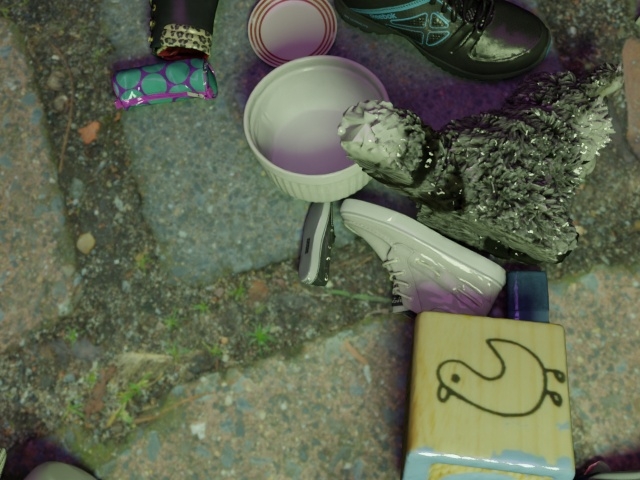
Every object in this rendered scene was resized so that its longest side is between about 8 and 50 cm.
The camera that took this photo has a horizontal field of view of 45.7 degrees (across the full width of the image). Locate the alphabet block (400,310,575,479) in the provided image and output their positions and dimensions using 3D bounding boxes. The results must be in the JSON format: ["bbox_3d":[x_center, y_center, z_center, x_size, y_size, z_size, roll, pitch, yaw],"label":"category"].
[{"bbox_3d":[0.200,0.227,0.955,0.193,0.193,0.197,6,51,4],"label":"alphabet block"}]

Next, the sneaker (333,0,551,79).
[{"bbox_3d":[0.177,-0.339,1.121,0.341,0.139,0.125,19,78,6],"label":"sneaker"}]

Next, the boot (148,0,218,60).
[{"bbox_3d":[-0.264,-0.382,1.192,0.237,0.085,0.178,7,82,5],"label":"boot"}]

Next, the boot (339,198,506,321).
[{"bbox_3d":[0.124,0.044,1.077,0.258,0.095,0.123,26,81,11],"label":"boot"}]

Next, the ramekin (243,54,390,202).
[{"bbox_3d":[0.000,-0.153,1.097,0.207,0.109,0.207,-2,65,5],"label":"ramekin"}]

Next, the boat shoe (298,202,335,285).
[{"bbox_3d":[0.000,0.000,1.124,0.040,0.049,0.142,20,71,-28],"label":"boat shoe"}]

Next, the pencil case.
[{"bbox_3d":[-0.239,-0.240,1.173,0.152,0.064,0.070,-7,54,4],"label":"pencil case"}]

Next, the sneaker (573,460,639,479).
[{"bbox_3d":[0.348,0.366,1.009,0.319,0.112,0.131,-14,35,15],"label":"sneaker"}]

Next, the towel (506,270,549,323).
[{"bbox_3d":[0.292,0.102,1.076,0.067,0.029,0.119,4,82,-24],"label":"towel"}]

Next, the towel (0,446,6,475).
[{"bbox_3d":[-0.543,0.440,0.945,0.324,0.056,0.312,-27,34,25],"label":"towel"}]

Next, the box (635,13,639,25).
[{"bbox_3d":[0.631,-0.284,1.113,0.324,0.067,0.063,30,82,10],"label":"box"}]

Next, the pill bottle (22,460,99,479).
[{"bbox_3d":[-0.415,0.500,0.968,0.224,0.224,0.392,42,85,10],"label":"pill bottle"}]

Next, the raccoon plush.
[{"bbox_3d":[0.242,-0.157,0.965,0.216,0.446,0.299,17,81,34],"label":"raccoon plush"}]

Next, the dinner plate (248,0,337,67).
[{"bbox_3d":[-0.044,-0.333,1.199,0.141,0.017,0.141,-1,80,3],"label":"dinner plate"}]
